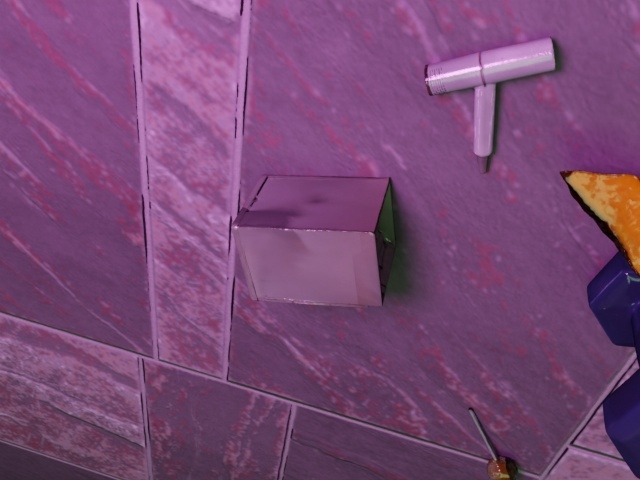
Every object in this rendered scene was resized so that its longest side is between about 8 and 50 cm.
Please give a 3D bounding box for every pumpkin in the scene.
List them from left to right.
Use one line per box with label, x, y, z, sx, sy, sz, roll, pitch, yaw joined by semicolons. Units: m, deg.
pumpkin;0.431;-0.002;0.758;0.278;0.111;0.163;6;98;12

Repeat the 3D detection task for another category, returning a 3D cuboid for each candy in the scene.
candy;0.338;0.410;1.209;0.061;0.061;0.202;-17;112;29

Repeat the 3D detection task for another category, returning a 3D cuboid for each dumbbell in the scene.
dumbbell;0.437;0.146;0.773;0.144;0.325;0.160;-29;109;30

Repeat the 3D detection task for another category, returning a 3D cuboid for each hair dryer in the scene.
hair dryer;0.231;-0.162;0.786;0.155;0.044;0.183;-7;130;24

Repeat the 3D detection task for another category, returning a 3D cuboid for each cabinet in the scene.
cabinet;0.000;0.000;0.917;0.206;0.145;0.150;3;128;16
